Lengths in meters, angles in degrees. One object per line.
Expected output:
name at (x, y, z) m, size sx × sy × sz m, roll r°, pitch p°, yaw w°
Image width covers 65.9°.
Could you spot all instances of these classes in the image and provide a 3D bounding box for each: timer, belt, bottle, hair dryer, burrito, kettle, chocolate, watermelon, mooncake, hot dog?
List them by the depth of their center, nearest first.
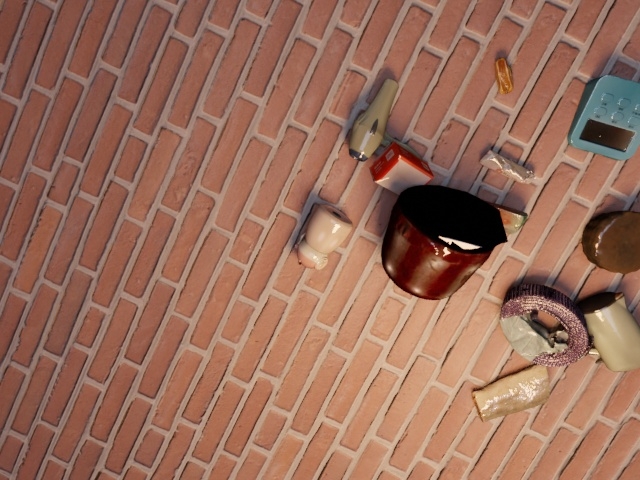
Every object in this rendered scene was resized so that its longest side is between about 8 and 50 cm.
chocolate at (0.386, 0.035, 1.658) m, size 0.383 × 0.384 × 0.332 m, roll 13°, pitch 121°, yaw 2°
timer at (1.004, -0.416, 1.692) m, size 0.231 × 0.091 × 0.250 m, roll 15°, pitch 102°, yaw 1°
hot dog at (0.640, -0.574, 1.719) m, size 0.056 × 0.041 × 0.133 m, roll -13°, pitch 103°, yaw 13°
mooncake at (1.043, 0.003, 1.732) m, size 0.228 × 0.124 × 0.228 m, roll 0°, pitch 99°, yaw -2°
hair dryer at (0.255, -0.417, 1.749) m, size 0.298 × 0.119 × 0.296 m, roll 5°, pitch 95°, yaw -13°
burrito at (0.665, -0.258, 1.750) m, size 0.203 × 0.064 × 0.064 m, roll 26°, pitch 99°, yaw 2°
watermelon at (0.602, -0.100, 1.750) m, size 0.241 × 0.154 × 0.095 m, roll 24°, pitch 99°, yaw 15°
belt at (0.789, 0.303, 1.754) m, size 0.325 × 0.122 × 0.260 m, roll 44°, pitch 126°, yaw -1°
kettle at (1.018, 0.328, 1.768) m, size 0.240 × 0.165 × 0.255 m, roll -30°, pitch 95°, yaw 36°
bottle at (0.000, 0.000, 1.791) m, size 0.147 × 0.147 × 0.237 m, roll 33°, pitch 106°, yaw -1°
burrito at (0.718, 0.575, 1.838) m, size 0.299 × 0.105 × 0.143 m, roll -25°, pitch 101°, yaw 8°

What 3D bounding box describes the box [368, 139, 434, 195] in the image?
box at (0.279, -0.240, 1.710) m, size 0.182 × 0.099 × 0.133 m, roll 23°, pitch 125°, yaw -30°
